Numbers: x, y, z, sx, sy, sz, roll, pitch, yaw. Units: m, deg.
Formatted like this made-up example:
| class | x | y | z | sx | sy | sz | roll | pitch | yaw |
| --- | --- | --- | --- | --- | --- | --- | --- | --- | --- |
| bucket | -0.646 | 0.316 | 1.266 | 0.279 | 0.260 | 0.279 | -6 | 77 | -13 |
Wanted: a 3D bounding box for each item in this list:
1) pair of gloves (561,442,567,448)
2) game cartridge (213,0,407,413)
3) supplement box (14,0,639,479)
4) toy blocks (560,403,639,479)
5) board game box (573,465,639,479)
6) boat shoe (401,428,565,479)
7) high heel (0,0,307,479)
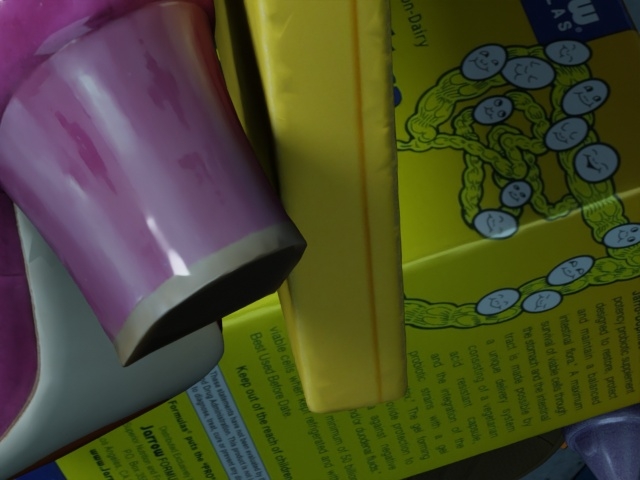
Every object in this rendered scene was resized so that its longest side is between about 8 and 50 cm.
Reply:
| class | x | y | z | sx | sy | sz | roll | pitch | yaw |
| --- | --- | --- | --- | --- | --- | --- | --- | --- | --- |
| pair of gloves | 0.170 | 0.121 | 1.399 | 0.074 | 0.010 | 0.083 | 13 | 137 | -37 |
| game cartridge | -0.022 | -0.145 | 0.708 | 0.052 | 0.324 | 0.285 | -12 | 144 | -5 |
| supplement box | 0.000 | 0.000 | 1.016 | 0.356 | 0.194 | 0.195 | -18 | 144 | 1 |
| toy blocks | 0.321 | 0.069 | 1.148 | 0.288 | 0.260 | 0.309 | 22 | 137 | -40 |
| board game box | 0.343 | 0.226 | 1.548 | 0.336 | 0.079 | 0.254 | 6 | 138 | -28 |
| boat shoe | 0.001 | 0.092 | 1.211 | 0.341 | 0.110 | 0.122 | 2 | 130 | -27 |
| high heel | -0.112 | -0.019 | 0.732 | 0.127 | 0.181 | 0.377 | -25 | 172 | -29 |
